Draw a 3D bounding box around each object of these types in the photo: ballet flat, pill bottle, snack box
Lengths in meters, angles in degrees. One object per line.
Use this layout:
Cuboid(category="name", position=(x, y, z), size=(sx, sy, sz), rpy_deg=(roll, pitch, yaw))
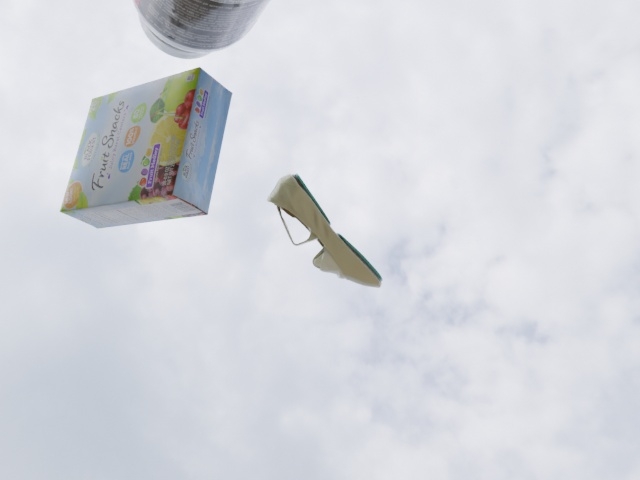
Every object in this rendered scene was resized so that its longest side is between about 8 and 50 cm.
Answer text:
Cuboid(category="ballet flat", position=(0.000, 0.000, 1.098), size=(0.086, 0.086, 0.248), rpy_deg=(-40, -94, 10))
Cuboid(category="pill bottle", position=(-0.140, -0.340, 0.805), size=(0.177, 0.318, 0.176), rpy_deg=(2, -96, -22))
Cuboid(category="snack box", position=(-0.225, -0.112, 0.838), size=(0.207, 0.070, 0.174), rpy_deg=(-6, -114, 33))
